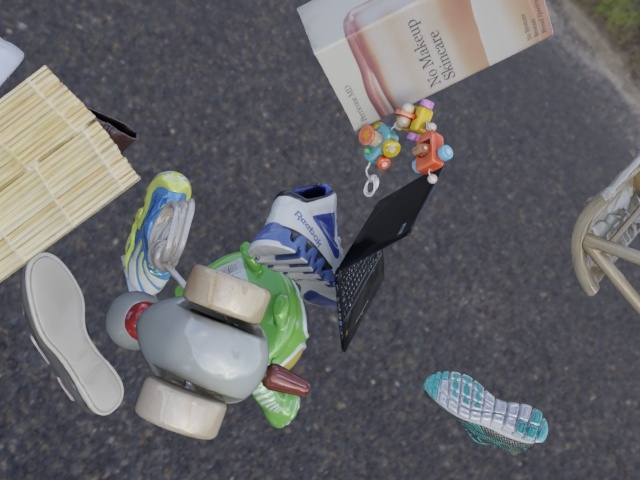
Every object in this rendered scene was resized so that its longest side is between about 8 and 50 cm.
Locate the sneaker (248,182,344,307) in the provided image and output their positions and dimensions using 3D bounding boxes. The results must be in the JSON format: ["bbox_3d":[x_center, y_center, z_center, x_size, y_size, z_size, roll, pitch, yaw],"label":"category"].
[{"bbox_3d":[-0.001,-0.001,1.573,0.315,0.127,0.182,44,54,-51],"label":"sneaker"}]

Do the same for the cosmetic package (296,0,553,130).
[{"bbox_3d":[0.138,-0.293,1.143,0.153,0.296,0.129,55,13,-42],"label":"cosmetic package"}]

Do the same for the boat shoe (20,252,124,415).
[{"bbox_3d":[-0.460,0.172,1.509,0.112,0.095,0.335,-46,127,-44],"label":"boat shoe"}]

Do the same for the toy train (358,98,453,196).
[{"bbox_3d":[0.100,-0.123,1.119,0.046,0.166,0.125,21,65,-33],"label":"toy train"}]

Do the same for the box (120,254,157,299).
[{"bbox_3d":[-0.342,0.126,1.681,0.038,0.145,0.186,-22,33,-9],"label":"box"}]

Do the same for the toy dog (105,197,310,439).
[{"bbox_3d":[-0.121,0.110,0.919,0.161,0.220,0.333,28,11,-24],"label":"toy dog"}]

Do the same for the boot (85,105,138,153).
[{"bbox_3d":[-0.486,-0.177,1.557,0.248,0.207,0.090,23,34,-35],"label":"boot"}]

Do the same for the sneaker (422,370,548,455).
[{"bbox_3d":[0.203,0.230,1.099,0.166,0.076,0.065,27,45,4],"label":"sneaker"}]

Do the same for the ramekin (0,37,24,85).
[{"bbox_3d":[-0.495,-0.174,0.989,0.135,0.277,0.277,49,36,-25],"label":"ramekin"}]

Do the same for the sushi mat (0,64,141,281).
[{"bbox_3d":[-0.359,-0.033,0.896,0.151,0.316,0.019,54,1,-14],"label":"sushi mat"}]

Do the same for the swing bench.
[{"bbox_3d":[0.512,0.005,1.240,0.255,0.165,0.253,39,46,18],"label":"swing bench"}]

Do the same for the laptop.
[{"bbox_3d":[0.124,0.030,1.466,0.137,0.264,0.234,8,35,21],"label":"laptop"}]

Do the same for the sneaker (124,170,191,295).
[{"bbox_3d":[-0.268,0.011,1.374,0.091,0.240,0.126,10,30,-11],"label":"sneaker"}]

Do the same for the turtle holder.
[{"bbox_3d":[-0.116,0.180,1.682,0.320,0.243,0.227,36,-9,31],"label":"turtle holder"}]
